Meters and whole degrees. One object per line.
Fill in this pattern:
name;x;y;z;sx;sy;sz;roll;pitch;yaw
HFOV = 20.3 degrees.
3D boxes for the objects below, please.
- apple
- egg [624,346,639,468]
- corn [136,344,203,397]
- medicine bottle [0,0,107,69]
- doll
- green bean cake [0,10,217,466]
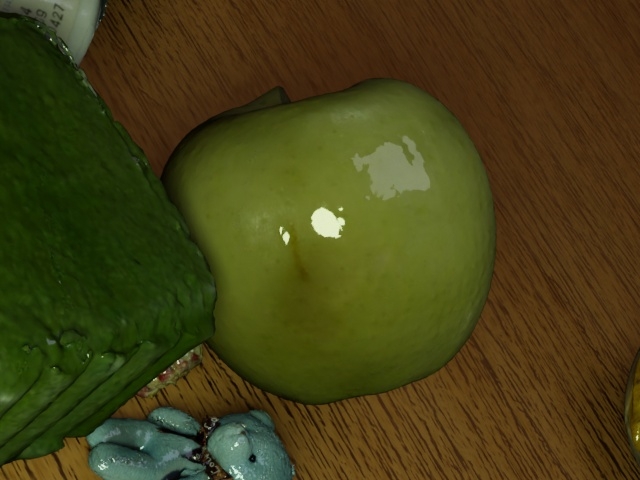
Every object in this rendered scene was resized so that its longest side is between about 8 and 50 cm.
apple;-0.014;0.006;1.498;0.233;0.295;0.257;-20;103;-28
egg;0.417;0.194;1.881;0.264;0.174;0.286;39;59;-10
corn;-0.187;0.024;1.466;0.237;0.079;0.079;51;34;8
medicine bottle;-0.325;-0.220;1.500;0.258;0.143;0.143;24;40;-32
doll;-0.095;0.166;1.416;0.180;0.075;0.120;21;38;-34
green bean cake;-0.270;0.012;1.281;0.319;0.218;0.335;-11;69;-59
